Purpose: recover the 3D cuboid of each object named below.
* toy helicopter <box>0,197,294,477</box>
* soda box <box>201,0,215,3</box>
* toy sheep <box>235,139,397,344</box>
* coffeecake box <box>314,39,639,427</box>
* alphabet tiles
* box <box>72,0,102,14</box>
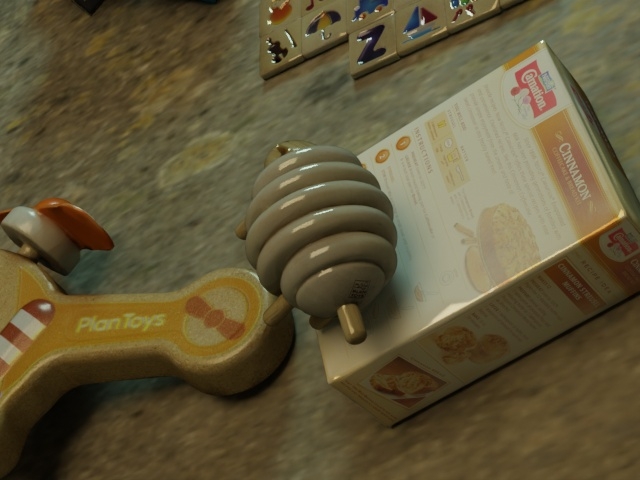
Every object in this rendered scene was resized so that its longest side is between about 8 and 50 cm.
[{"bbox_3d":[-0.178,0.056,0.903,0.355,0.140,0.235,-5,49,24],"label":"toy helicopter"},{"bbox_3d":[-0.172,-0.259,1.091,0.210,0.067,0.071,17,78,30],"label":"soda box"},{"bbox_3d":[0.000,0.000,0.701,0.091,0.091,0.132,-33,61,17],"label":"toy sheep"},{"bbox_3d":[0.083,-0.004,0.745,0.185,0.068,0.142,-31,46,19],"label":"coffeecake box"},{"bbox_3d":[0.053,-0.207,0.955,0.237,0.009,0.198,-22,50,27],"label":"alphabet tiles"},{"bbox_3d":[-0.178,-0.310,1.192,0.207,0.036,0.114,-49,43,0],"label":"box"}]
